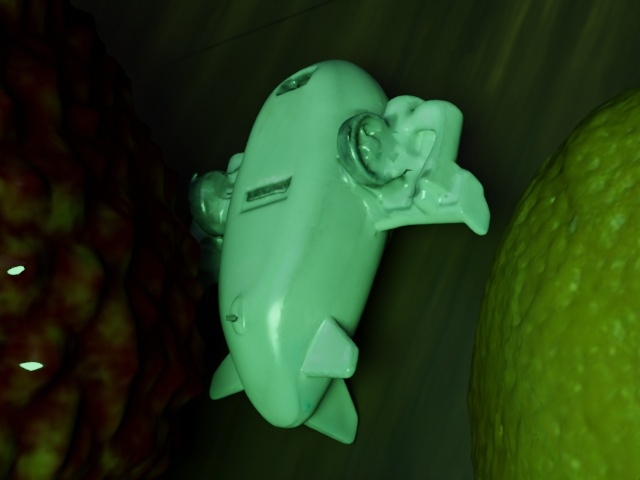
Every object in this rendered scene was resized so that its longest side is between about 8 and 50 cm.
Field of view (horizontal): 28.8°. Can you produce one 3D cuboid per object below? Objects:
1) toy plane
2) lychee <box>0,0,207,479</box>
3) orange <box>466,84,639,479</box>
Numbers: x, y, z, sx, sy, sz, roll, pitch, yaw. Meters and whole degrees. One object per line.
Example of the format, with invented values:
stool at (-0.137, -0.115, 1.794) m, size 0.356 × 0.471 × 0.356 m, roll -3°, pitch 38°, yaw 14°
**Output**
toy plane at (-0.003, -0.002, 0.792) m, size 0.252 × 0.118 × 0.252 m, roll -27°, pitch 49°, yaw 35°
lychee at (-0.267, 0.050, 0.695) m, size 0.425 × 0.424 × 0.500 m, roll 0°, pitch 86°, yaw 28°
orange at (0.215, 0.073, 0.518) m, size 0.322 × 0.322 × 0.357 m, roll -28°, pitch 49°, yaw 12°
